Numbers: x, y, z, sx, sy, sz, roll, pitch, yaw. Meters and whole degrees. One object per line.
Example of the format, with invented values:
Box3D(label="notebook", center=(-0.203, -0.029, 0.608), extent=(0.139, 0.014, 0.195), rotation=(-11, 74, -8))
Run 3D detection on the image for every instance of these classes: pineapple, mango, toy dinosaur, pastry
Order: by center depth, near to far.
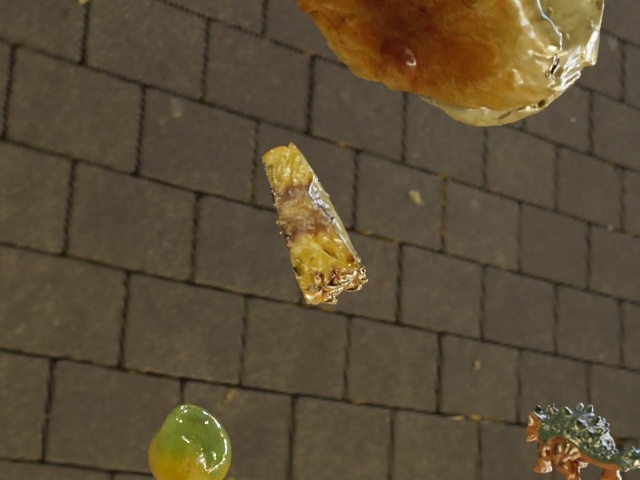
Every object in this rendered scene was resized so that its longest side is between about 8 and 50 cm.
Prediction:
Box3D(label="pastry", center=(0.075, -0.171, 0.769), extent=(0.100, 0.218, 0.229), rotation=(-36, 150, -34))
Box3D(label="toy dinosaur", center=(0.182, 0.142, 0.878), extent=(0.049, 0.154, 0.055), rotation=(-2, 91, -18))
Box3D(label="pineapple", center=(-0.001, 0.000, 1.487), extent=(0.135, 0.080, 0.233), rotation=(70, 0, -50))
Box3D(label="mango", center=(-0.201, 0.321, 1.922), extent=(0.194, 0.130, 0.092), rotation=(89, 12, -44))
